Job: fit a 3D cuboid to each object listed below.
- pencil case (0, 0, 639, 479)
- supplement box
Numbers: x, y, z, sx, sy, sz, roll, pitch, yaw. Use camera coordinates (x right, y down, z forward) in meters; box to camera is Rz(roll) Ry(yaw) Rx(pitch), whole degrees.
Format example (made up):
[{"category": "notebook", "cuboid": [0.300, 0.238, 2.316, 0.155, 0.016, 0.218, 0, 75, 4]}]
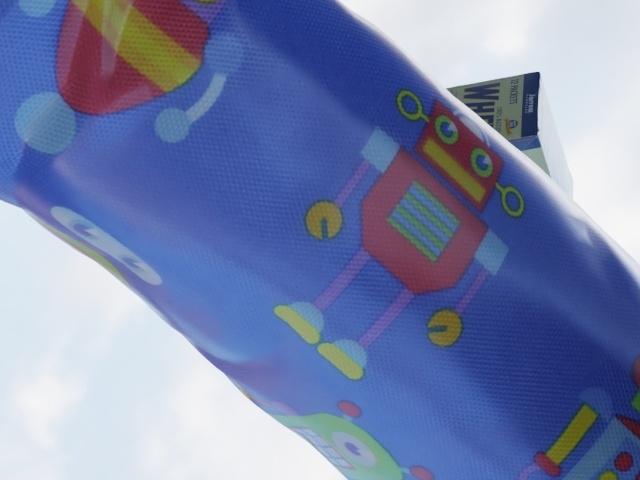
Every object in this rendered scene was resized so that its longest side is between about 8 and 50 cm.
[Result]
[{"category": "pencil case", "cuboid": [0.000, 0.000, 0.611, 0.133, 0.306, 0.119, -17, -141, 56]}, {"category": "supplement box", "cuboid": [0.090, -0.038, 1.066, 0.083, 0.083, 0.056, -9, -140, 16]}]
